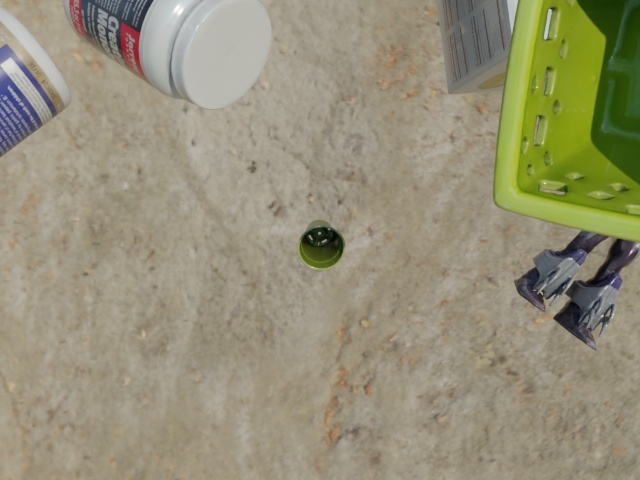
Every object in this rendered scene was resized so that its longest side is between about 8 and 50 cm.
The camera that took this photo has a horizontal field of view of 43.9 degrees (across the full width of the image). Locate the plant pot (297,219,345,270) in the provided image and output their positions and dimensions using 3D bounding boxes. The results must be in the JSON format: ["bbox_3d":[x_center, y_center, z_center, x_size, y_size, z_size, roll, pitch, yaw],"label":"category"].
[{"bbox_3d":[0.000,0.000,1.399,0.083,0.079,0.083,-1,110,-2],"label":"plant pot"}]

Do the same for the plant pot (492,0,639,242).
[{"bbox_3d":[0.282,-0.129,0.620,0.227,0.207,0.228,14,109,25],"label":"plant pot"}]

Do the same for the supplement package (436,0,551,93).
[{"bbox_3d":[0.329,-0.364,1.268,0.262,0.199,0.198,168,95,-78],"label":"supplement package"}]

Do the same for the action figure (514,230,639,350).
[{"bbox_3d":[0.371,-0.016,0.966,0.185,0.099,0.285,34,99,-9],"label":"action figure"}]

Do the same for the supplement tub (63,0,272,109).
[{"bbox_3d":[-0.224,-0.324,1.159,0.272,0.191,0.191,34,111,27],"label":"supplement tub"}]

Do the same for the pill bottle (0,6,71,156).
[{"bbox_3d":[-0.452,-0.152,0.966,0.264,0.153,0.153,-43,58,-16],"label":"pill bottle"}]
